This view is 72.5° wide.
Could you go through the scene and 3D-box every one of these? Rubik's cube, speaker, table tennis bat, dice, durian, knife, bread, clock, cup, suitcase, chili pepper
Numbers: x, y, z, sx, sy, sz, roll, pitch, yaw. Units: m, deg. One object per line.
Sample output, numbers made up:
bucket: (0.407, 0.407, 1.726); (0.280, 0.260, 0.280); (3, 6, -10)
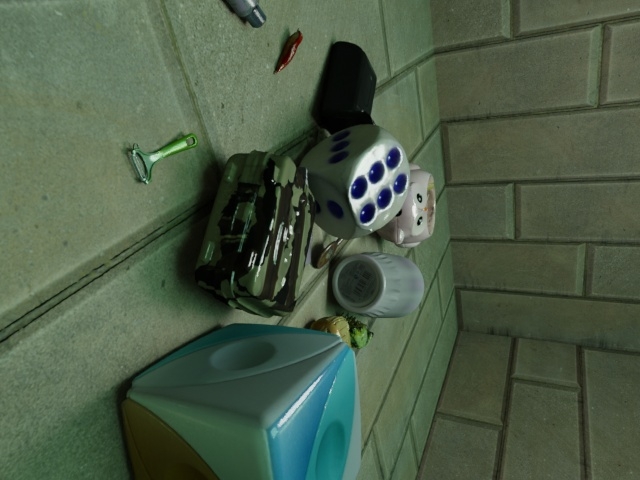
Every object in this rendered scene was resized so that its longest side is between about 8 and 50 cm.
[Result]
Rubik's cube: (-0.133, 0.387, 0.876); (0.352, 0.352, 0.347); (-25, 112, -57)
speaker: (0.127, -0.486, 1.454); (0.180, 0.184, 0.388); (46, 46, -51)
table tennis bat: (0.000, 0.000, 1.469); (0.170, 0.119, 0.107); (-47, 162, -21)
dice: (0.096, -0.176, 1.298); (0.259, 0.251, 0.243); (-40, 122, -23)
durian: (0.115, 0.333, 1.586); (0.375, 0.107, 0.132); (36, 64, -65)
knife: (-0.306, -0.177, 0.866); (0.166, 0.023, 0.078); (-49, 140, -47)
bread: (0.026, 0.363, 1.396); (0.106, 0.140, 0.236); (-10, 97, -58)
clock: (0.334, -0.141, 1.831); (0.377, 0.251, 0.367); (-25, 115, -66)
cup: (0.216, 0.163, 1.626); (0.372, 0.254, 0.253); (16, 78, -59)
suitcase: (-0.134, 0.004, 1.029); (0.339, 0.194, 0.351); (54, 45, -63)
chili pepper: (-0.088, -0.532, 1.235); (0.027, 0.045, 0.178); (44, 59, -43)

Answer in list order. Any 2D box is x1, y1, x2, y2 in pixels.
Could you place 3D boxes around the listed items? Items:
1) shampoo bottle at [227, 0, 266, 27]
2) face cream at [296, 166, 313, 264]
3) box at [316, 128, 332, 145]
shampoo bottle: (-0.198, -0.582, 0.999); (0.214, 0.072, 0.072); (39, 58, -56)
face cream: (-0.069, -0.069, 1.221); (0.096, 0.154, 0.273); (-4, 101, -23)
box: (0.017, -0.244, 1.457); (0.122, 0.032, 0.220); (24, 71, -60)
